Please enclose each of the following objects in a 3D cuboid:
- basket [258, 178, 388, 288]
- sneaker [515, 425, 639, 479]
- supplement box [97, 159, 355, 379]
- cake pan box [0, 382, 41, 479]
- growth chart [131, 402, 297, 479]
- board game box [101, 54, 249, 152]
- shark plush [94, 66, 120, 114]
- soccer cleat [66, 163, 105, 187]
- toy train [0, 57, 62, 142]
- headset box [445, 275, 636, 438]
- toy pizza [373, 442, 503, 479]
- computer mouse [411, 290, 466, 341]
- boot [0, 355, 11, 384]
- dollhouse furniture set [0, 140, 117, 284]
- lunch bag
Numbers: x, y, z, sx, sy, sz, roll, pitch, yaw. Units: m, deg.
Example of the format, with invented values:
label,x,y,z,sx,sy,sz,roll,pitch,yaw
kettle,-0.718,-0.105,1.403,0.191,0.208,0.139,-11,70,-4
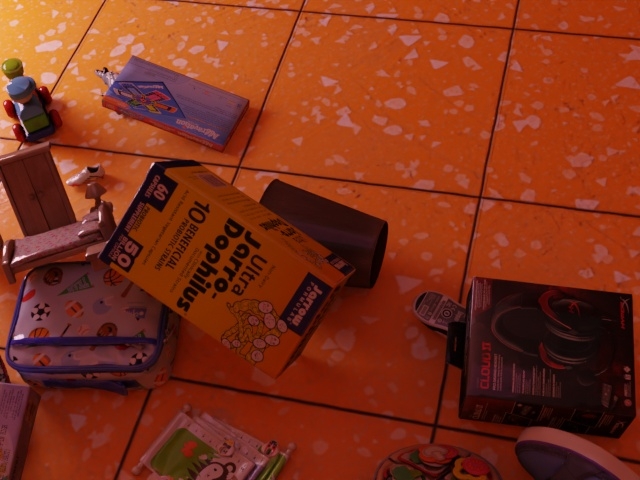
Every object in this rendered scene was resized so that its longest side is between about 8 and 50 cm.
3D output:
label,x,y,z,sx,sy,sz,roll,pitch,yaw
basket,0.000,0.000,1.762,0.227,0.154,0.204,13,58,12
sneaker,0.377,0.438,1.381,0.323,0.130,0.236,32,58,21
supplement box,-0.150,0.039,1.610,0.356,0.195,0.194,33,101,6
cake pan box,-0.613,0.357,1.568,0.245,0.070,0.267,7,67,4
growth chart,-0.179,0.367,1.580,0.237,0.021,0.172,18,58,21
board game box,-0.309,-0.295,2.061,0.281,0.027,0.145,22,56,5
shark plush,-0.472,-0.346,2.149,0.161,0.073,0.067,41,98,25
soccer cleat,-0.491,-0.137,1.998,0.083,0.035,0.029,-17,53,-6
toy train,-0.662,-0.344,2.112,0.105,0.143,0.248,-23,53,-11
headset box,0.351,0.187,1.563,0.293,0.110,0.218,7,60,5
toy pizza,0.181,0.365,1.470,0.201,0.032,0.201,0,24,0
computer mouse,0.250,0.149,1.680,0.193,0.042,0.106,27,65,18
boot,-0.662,0.225,1.710,0.178,0.085,0.236,-25,63,-13
dollhouse furniture set,-0.544,-0.043,1.748,0.303,0.174,0.355,-18,21,-6
lunch bag,-0.396,0.156,1.715,0.303,0.115,0.243,-1,55,8
